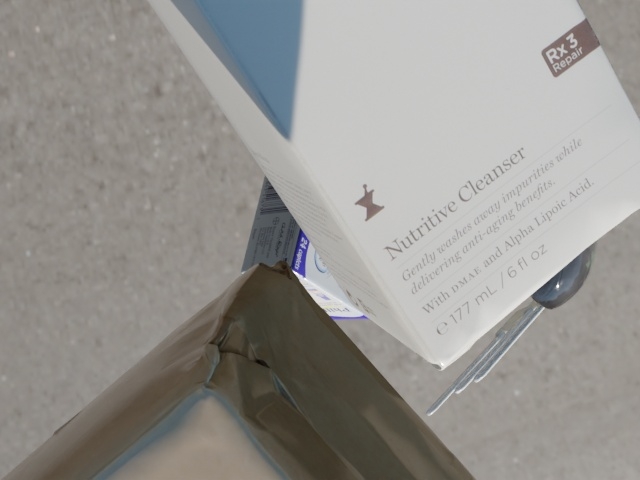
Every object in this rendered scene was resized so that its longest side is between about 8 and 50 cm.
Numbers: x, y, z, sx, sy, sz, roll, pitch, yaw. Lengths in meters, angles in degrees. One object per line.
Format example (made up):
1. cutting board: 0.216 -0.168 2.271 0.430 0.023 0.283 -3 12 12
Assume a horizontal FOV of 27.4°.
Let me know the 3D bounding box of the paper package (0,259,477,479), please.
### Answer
1. paper package: -0.054 0.232 0.718 0.325 0.168 0.309 -39 97 21

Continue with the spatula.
1. spatula: 0.221 0.116 1.545 0.242 0.019 0.168 -43 177 -35

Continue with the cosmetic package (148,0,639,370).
1. cosmetic package: 0.033 -0.140 0.851 0.217 0.156 0.385 -39 113 -8

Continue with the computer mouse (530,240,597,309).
1. computer mouse: 0.233 -0.048 1.379 0.072 0.188 0.272 -9 118 32

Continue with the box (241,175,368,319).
1. box: 0.000 0.000 1.328 0.072 0.126 0.137 -4 154 39
